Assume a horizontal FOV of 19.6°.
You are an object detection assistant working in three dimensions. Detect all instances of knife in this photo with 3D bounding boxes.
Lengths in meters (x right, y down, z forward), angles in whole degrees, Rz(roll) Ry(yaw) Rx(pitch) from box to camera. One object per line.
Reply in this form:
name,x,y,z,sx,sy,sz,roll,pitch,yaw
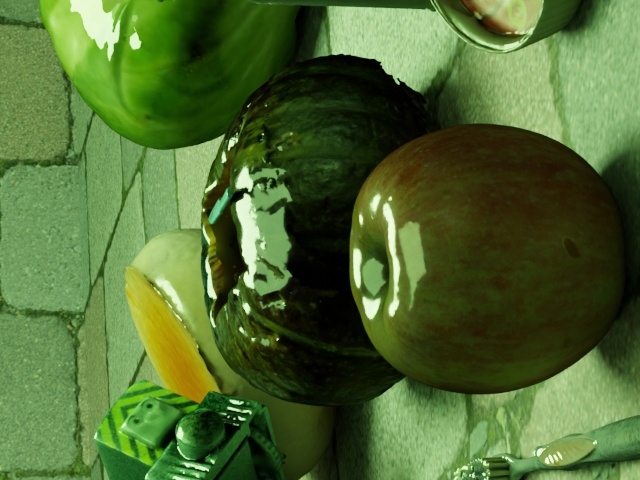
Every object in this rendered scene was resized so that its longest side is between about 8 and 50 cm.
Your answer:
knife,-0.086,-0.030,1.600,0.091,0.005,0.014,129,138,-68

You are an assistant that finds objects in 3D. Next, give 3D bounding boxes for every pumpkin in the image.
pumpkin,0.000,0.000,1.658,0.320,0.192,0.320,179,90,-74

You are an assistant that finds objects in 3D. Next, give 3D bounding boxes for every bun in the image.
bun,-0.074,0.114,1.950,0.299,0.165,0.299,55,161,29

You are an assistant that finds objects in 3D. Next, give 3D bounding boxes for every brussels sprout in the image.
brussels sprout,-0.153,-0.280,2.101,0.276,0.315,0.371,48,134,34

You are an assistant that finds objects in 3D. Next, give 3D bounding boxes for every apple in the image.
apple,0.116,0.013,1.280,0.188,0.174,0.188,178,90,-76

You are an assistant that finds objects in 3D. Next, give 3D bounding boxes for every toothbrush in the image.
toothbrush,0.180,0.148,1.302,0.375,0.037,0.028,146,121,-68

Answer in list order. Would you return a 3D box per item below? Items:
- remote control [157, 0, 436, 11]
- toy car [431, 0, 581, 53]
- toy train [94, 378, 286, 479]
remote control,-0.024,-0.225,1.501,0.128,0.335,0.065,-121,34,-63
toy car,0.127,-0.245,1.351,0.235,0.145,0.235,40,145,36
toy train,-0.122,0.266,1.824,0.138,0.178,0.330,-52,-31,-31
